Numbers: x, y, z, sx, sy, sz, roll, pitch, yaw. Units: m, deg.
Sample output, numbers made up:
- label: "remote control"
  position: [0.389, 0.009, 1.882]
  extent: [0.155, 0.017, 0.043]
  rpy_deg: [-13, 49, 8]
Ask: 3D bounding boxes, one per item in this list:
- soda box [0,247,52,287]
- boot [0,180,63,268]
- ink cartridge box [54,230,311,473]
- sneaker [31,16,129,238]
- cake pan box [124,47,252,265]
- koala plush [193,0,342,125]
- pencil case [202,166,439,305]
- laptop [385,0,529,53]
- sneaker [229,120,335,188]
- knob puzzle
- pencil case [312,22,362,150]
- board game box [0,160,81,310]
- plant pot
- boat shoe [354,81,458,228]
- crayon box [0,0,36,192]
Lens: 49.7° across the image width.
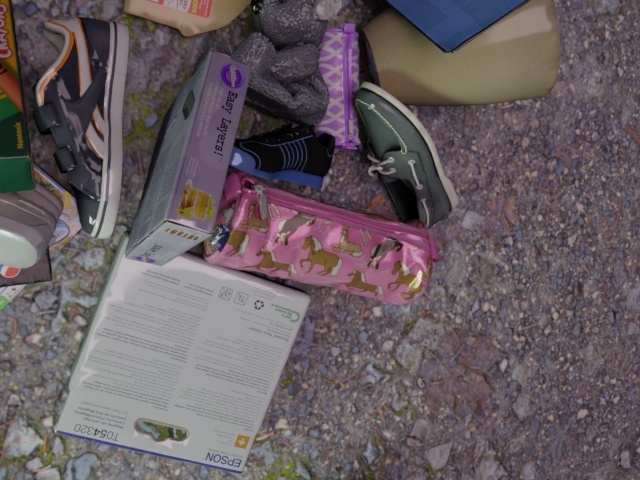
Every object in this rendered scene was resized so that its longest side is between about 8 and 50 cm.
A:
- label: "soda box"
  position: [-0.475, 0.038, 0.986]
  extent: [0.169, 0.053, 0.060]
  rpy_deg: [-7, 102, -20]
- label: "boot"
  position: [-0.489, -0.058, 0.943]
  extent: [0.258, 0.123, 0.095]
  rpy_deg: [25, 126, -17]
- label: "ink cartridge box"
  position: [-0.222, 0.189, 1.138]
  extent: [0.324, 0.071, 0.330]
  rpy_deg: [21, 93, -22]
- label: "sneaker"
  position: [-0.353, -0.164, 1.005]
  extent: [0.128, 0.126, 0.321]
  rpy_deg: [3, 85, -26]
- label: "cake pan box"
  position: [-0.194, -0.101, 0.976]
  extent: [0.070, 0.267, 0.245]
  rpy_deg: [20, 69, -22]
- label: "koala plush"
  position: [-0.052, -0.311, 1.072]
  extent: [0.203, 0.196, 0.221]
  rpy_deg: [21, 88, -31]
- label: "pencil case"
  position: [0.000, 0.000, 1.141]
  extent: [0.386, 0.167, 0.160]
  rpy_deg: [15, 94, -23]
- label: "laptop"
  position: [0.209, -0.556, 1.031]
  extent: [0.382, 0.236, 0.408]
  rpy_deg: [-34, 107, 0]
- label: "sneaker"
  position: [-0.064, -0.141, 1.055]
  extent: [0.232, 0.081, 0.090]
  rpy_deg: [4, 109, -54]
- label: "knob puzzle"
  position: [-0.194, -0.412, 1.078]
  extent: [0.213, 0.030, 0.213]
  rpy_deg: [-3, 98, -21]
- label: "pencil case"
  position: [0.027, -0.250, 1.157]
  extent: [0.086, 0.088, 0.206]
  rpy_deg: [-7, 100, -21]
- label: "board game box"
  position: [-0.461, -0.013, 1.032]
  extent: [0.136, 0.035, 0.201]
  rpy_deg: [44, 81, -21]
- label: "plant pot"
  position: [0.212, -0.328, 1.151]
  extent: [0.274, 0.256, 0.256]
  rpy_deg: [-16, 104, -2]
- label: "boat shoe"
  position: [0.134, -0.129, 1.173]
  extent: [0.099, 0.116, 0.319]
  rpy_deg: [-46, 132, -8]
- label: "crayon box"
  position: [-0.541, -0.227, 0.850]
  extent: [0.313, 0.106, 0.362]
  rpy_deg: [-8, 72, -21]
